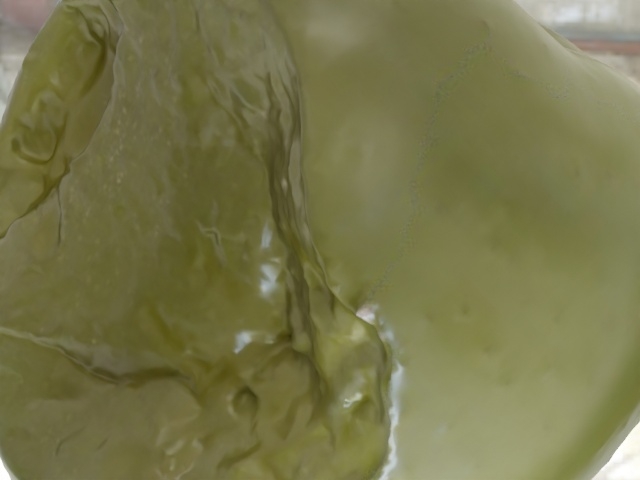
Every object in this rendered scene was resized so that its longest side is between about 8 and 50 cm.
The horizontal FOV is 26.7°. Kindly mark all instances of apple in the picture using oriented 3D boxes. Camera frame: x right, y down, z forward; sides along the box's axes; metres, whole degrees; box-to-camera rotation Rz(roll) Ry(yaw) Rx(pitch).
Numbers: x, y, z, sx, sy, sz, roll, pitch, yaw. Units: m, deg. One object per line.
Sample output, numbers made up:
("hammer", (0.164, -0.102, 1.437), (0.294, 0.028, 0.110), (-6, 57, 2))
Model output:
("apple", (0.000, 0.000, 0.512), (0.279, 0.279, 0.279), (2, 90, -87))
